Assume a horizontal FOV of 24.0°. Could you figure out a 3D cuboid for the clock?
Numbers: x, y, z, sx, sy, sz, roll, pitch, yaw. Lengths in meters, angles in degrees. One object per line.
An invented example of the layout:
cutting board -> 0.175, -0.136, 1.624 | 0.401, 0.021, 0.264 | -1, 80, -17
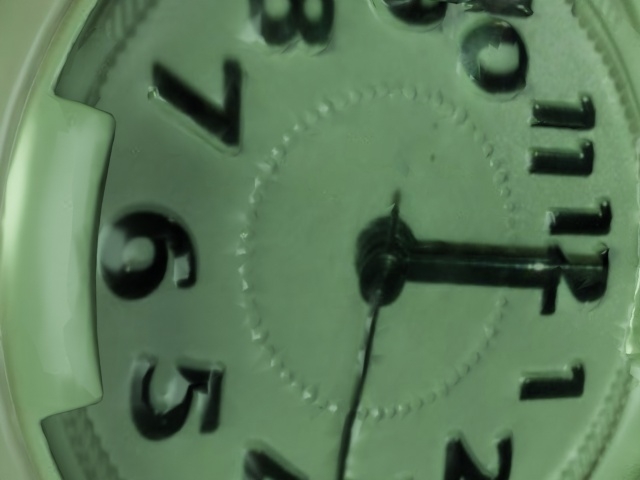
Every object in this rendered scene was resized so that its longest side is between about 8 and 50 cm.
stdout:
clock -> 0.000, 0.000, 0.476 | 0.326, 0.184, 0.342 | 1, 100, -27
